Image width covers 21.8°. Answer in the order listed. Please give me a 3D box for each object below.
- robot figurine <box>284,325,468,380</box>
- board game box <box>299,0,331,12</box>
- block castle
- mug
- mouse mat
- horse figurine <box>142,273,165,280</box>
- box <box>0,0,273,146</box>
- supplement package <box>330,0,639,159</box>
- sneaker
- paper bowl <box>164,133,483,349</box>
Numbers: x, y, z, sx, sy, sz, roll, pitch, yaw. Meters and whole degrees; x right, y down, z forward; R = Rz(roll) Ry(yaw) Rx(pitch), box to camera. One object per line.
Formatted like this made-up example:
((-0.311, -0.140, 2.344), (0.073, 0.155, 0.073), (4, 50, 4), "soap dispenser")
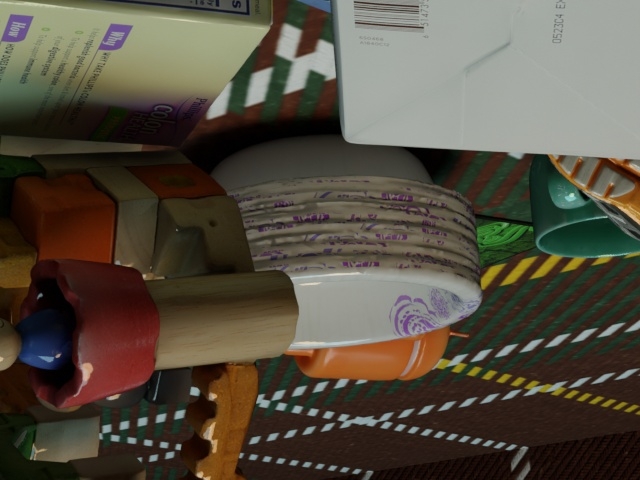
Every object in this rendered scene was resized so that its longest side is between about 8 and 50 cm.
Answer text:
((0.050, 0.094, 1.872), (0.219, 0.128, 0.158), (4, 142, -20), "robot figurine")
((0.065, -0.156, 0.834), (0.201, 0.136, 0.035), (23, 147, 22), "board game box")
((-0.222, 0.071, 1.132), (0.213, 0.303, 0.453), (-3, -155, -32), "block castle")
((0.248, -0.052, 1.445), (0.130, 0.097, 0.157), (-2, 163, -3), "mug")
((0.156, 0.006, 1.799), (0.153, 0.007, 0.190), (8, 160, -32), "mouse mat")
((-0.130, 0.028, 1.688), (0.263, 0.066, 0.174), (15, 150, -43), "horse figurine")
((-0.175, -0.150, 0.994), (0.243, 0.117, 0.213), (3, 163, -18), "box")
((0.087, -0.173, 0.692), (0.149, 0.203, 0.194), (4, 146, 5), "supplement package")
((0.234, -0.058, 1.329), (0.215, 0.084, 0.083), (44, 172, -12), "sneaker")
((0.000, 0.000, 1.492), (0.284, 0.148, 0.284), (-2, 163, -1), "paper bowl")
